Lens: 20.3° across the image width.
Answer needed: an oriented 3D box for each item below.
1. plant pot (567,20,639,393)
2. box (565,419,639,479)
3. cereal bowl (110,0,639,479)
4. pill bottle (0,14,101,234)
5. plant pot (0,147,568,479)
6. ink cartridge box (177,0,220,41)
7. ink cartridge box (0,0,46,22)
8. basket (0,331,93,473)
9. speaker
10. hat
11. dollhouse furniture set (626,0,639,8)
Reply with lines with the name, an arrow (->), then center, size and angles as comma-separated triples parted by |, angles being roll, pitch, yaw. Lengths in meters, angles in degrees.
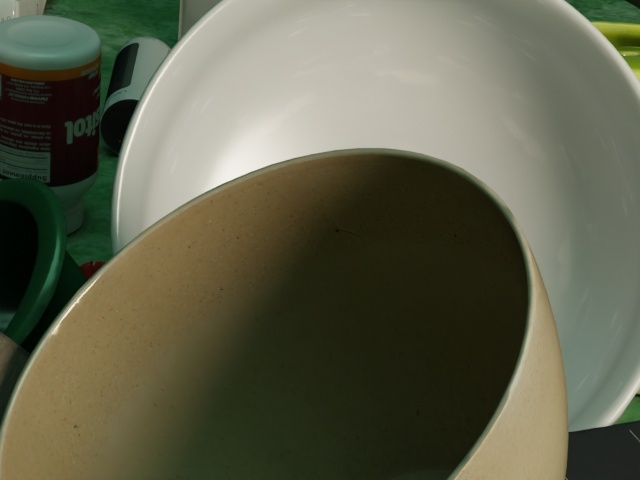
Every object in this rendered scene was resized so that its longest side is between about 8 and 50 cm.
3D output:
plant pot -> 0.269, -0.033, 1.247 | 0.228, 0.227, 0.207 | 5, 22, 1
box -> 0.222, 0.201, 0.924 | 0.184, 0.103, 0.261 | -4, 30, -22
cereal bowl -> 0.045, -0.001, 1.093 | 0.339, 0.339, 0.141 | 7, -7, 3
pill bottle -> -0.206, -0.083, 1.321 | 0.086, 0.152, 0.086 | 4, 28, -2
plant pot -> 0.006, 0.120, 0.896 | 0.284, 0.191, 0.284 | -19, 41, 17
ink cartridge box -> 0.032, -0.240, 1.685 | 0.201, 0.117, 0.278 | 23, 33, 29
ink cartridge box -> -0.350, -0.219, 1.678 | 0.181, 0.056, 0.224 | 6, 10, 1
basket -> -0.237, 0.155, 0.889 | 0.204, 0.154, 0.227 | 31, 35, -5
speaker -> -0.152, -0.122, 1.505 | 0.055, 0.055, 0.136 | 4, 29, -2
hat -> -0.171, 0.071, 1.177 | 0.173, 0.183, 0.208 | 21, 74, 49
dollhouse furniture set -> 0.332, -0.231, 1.495 | 0.394, 0.362, 0.256 | 25, 22, -24
